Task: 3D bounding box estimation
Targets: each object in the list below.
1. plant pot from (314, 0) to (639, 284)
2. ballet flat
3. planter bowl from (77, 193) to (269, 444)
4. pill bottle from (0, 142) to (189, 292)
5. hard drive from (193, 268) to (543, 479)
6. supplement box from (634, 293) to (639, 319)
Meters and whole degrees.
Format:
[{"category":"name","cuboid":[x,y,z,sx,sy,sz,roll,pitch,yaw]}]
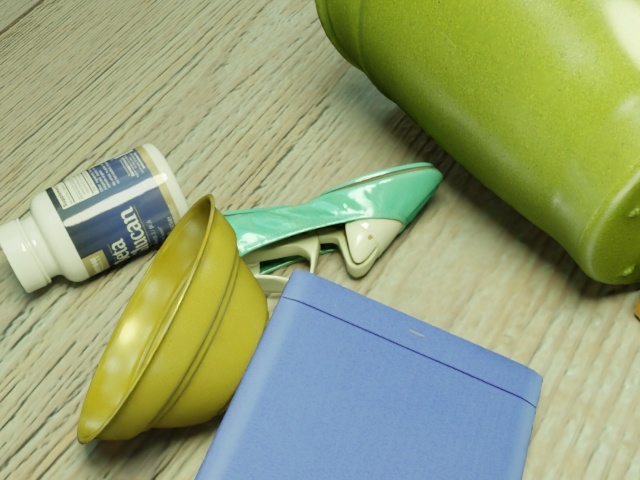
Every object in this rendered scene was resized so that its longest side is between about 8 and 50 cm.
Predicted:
[{"category":"plant pot","cuboid":[0.232,-0.165,0.781,0.366,0.366,0.353,-23,58,-10]},{"category":"ballet flat","cuboid":[0.000,0.000,0.839,0.247,0.083,0.087,-14,69,-1]},{"category":"planter bowl","cuboid":[-0.102,0.079,0.734,0.090,0.217,0.217,30,46,-17]},{"category":"pill bottle","cuboid":[-0.218,-0.018,0.883,0.169,0.094,0.094,-28,47,-14]},{"category":"hard drive","cuboid":[0.021,0.184,0.617,0.210,0.040,0.318,23,51,1]},{"category":"supplement box","cuboid":[0.371,0.017,0.727,0.233,0.078,0.080,-21,48,-7]}]
